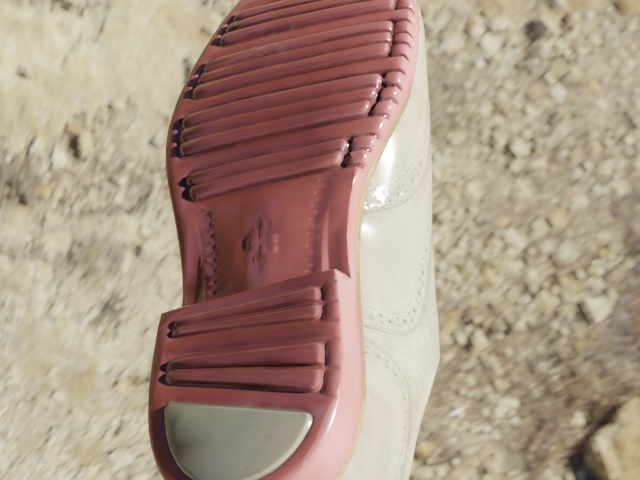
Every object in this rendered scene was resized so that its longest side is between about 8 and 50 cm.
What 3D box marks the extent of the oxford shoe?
[{"bbox_3d":[0.000,0.000,0.928,0.123,0.130,0.348,-7,53,26],"label":"oxford shoe"}]
